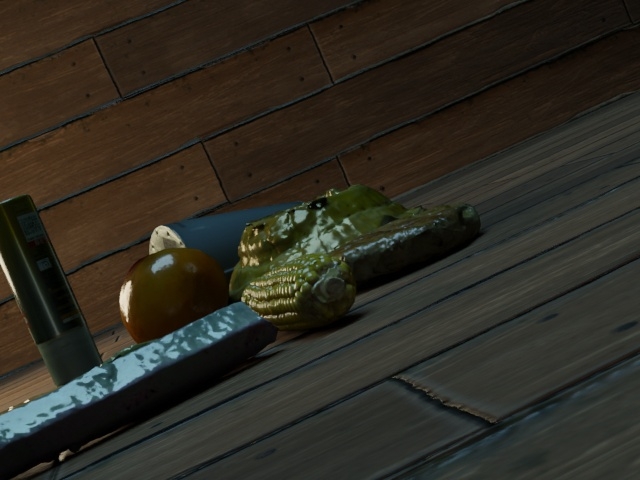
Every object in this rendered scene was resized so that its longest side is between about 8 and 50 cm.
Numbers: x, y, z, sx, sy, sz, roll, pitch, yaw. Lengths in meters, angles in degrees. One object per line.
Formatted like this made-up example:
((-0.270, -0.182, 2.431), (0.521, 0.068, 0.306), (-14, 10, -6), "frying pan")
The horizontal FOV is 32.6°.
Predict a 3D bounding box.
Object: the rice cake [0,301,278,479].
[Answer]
((-0.167, 0.134, 0.907), (0.290, 0.051, 0.081), (-24, -31, -25), "rice cake")

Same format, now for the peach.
((-0.182, 0.076, 1.337), (0.138, 0.138, 0.138), (-24, 2, 1), "peach")

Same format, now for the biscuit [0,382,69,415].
((-0.296, 0.185, 1.170), (0.250, 0.030, 0.160), (-23, 3, 19), "biscuit")

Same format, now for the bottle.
((-0.412, 0.076, 1.625), (0.082, 0.286, 0.082), (-24, 1, 1), "bottle")

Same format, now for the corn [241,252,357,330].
((-0.023, 0.051, 1.006), (0.067, 0.067, 0.206), (-25, 2, -23), "corn")

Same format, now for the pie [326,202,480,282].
((0.087, 0.003, 1.179), (0.195, 0.046, 0.195), (-22, 3, 1), "pie")

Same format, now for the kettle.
((-0.100, 0.026, 1.628), (0.243, 0.159, 0.211), (-18, 18, -30), "kettle")

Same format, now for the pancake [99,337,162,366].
((-0.165, 0.122, 0.965), (0.108, 0.017, 0.108), (-30, -25, -16), "pancake")

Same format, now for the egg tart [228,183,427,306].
((0.000, 0.000, 1.406), (0.290, 0.115, 0.290), (-23, 4, 2), "egg tart")
